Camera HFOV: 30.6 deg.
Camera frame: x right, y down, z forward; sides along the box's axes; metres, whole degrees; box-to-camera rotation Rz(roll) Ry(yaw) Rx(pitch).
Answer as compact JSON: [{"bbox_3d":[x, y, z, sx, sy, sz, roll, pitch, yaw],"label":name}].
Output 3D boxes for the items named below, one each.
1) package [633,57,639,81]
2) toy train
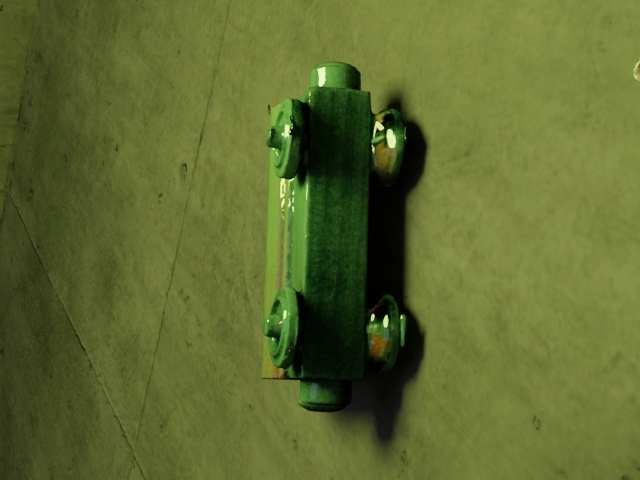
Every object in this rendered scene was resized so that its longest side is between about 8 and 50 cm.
[{"bbox_3d":[0.217,-0.108,0.639,0.111,0.033,0.077,30,103,56],"label":"package"},{"bbox_3d":[0.000,0.000,0.988,0.177,0.116,0.285,156,115,-74],"label":"toy train"}]
